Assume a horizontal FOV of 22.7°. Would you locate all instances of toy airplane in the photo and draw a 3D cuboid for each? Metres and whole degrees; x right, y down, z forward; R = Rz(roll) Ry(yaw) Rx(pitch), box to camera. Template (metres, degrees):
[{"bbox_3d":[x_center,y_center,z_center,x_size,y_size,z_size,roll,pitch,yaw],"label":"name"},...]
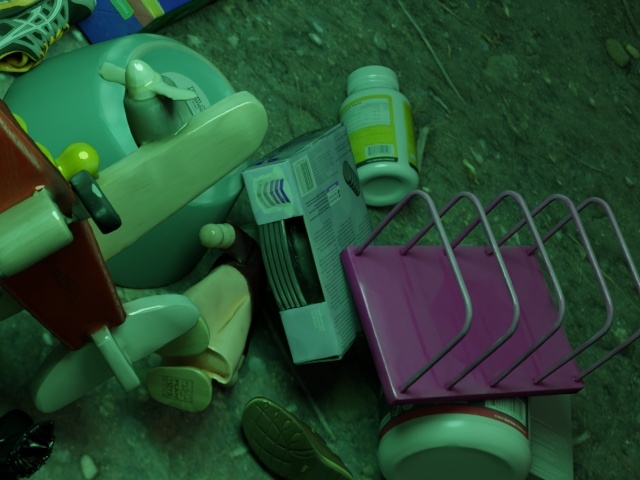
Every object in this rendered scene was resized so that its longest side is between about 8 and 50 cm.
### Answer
[{"bbox_3d":[-0.274,-0.010,1.542,0.386,0.384,0.272,-6,50,-45],"label":"toy airplane"}]

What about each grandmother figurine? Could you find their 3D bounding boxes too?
[{"bbox_3d":[-0.103,0.072,1.843,0.104,0.207,0.342,14,28,11],"label":"grandmother figurine"}]

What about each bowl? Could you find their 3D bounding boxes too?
[{"bbox_3d":[-0.200,-0.116,1.857,0.311,0.163,0.311,25,50,-33],"label":"bowl"}]

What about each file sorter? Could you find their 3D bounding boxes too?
[{"bbox_3d":[0.212,0.057,1.872,0.291,0.182,0.202,0,60,-33],"label":"file sorter"}]

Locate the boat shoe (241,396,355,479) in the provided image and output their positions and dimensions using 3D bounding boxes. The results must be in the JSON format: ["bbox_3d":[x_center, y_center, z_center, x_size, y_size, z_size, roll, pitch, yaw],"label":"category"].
[{"bbox_3d":[-0.028,0.247,1.881,0.178,0.064,0.060,45,10,-17],"label":"boat shoe"}]

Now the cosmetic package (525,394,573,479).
[{"bbox_3d":[0.259,0.237,2.125,0.107,0.127,0.238,28,46,-32],"label":"cosmetic package"}]

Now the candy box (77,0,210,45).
[{"bbox_3d":[-0.233,-0.411,2.051,0.268,0.122,0.317,55,40,-3],"label":"candy box"}]

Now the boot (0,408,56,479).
[{"bbox_3d":[-0.299,0.203,1.590,0.045,0.099,0.121,47,40,-15],"label":"boot"}]

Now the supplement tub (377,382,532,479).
[{"bbox_3d":[0.171,0.178,2.019,0.191,0.191,0.272,30,46,-30],"label":"supplement tub"}]

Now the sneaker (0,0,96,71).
[{"bbox_3d":[-0.344,-0.240,1.860,0.215,0.084,0.083,-28,87,-40],"label":"sneaker"}]

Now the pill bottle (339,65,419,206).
[{"bbox_3d":[0.079,-0.147,2.211,0.103,0.103,0.184,22,51,-36],"label":"pill bottle"}]

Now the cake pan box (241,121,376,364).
[{"bbox_3d":[0.000,0.000,1.943,0.267,0.070,0.245,-44,119,-68],"label":"cake pan box"}]
